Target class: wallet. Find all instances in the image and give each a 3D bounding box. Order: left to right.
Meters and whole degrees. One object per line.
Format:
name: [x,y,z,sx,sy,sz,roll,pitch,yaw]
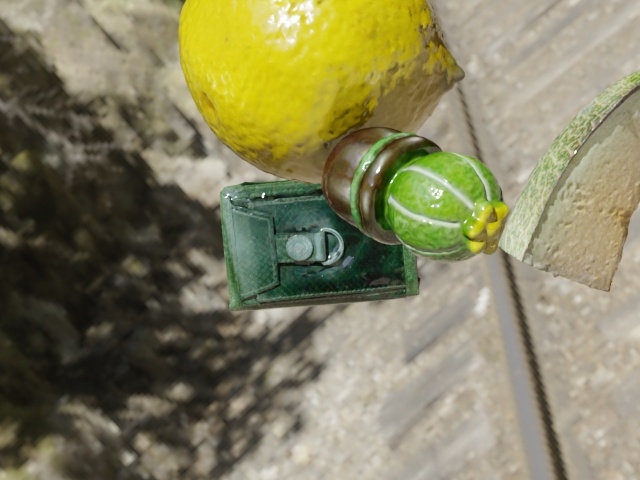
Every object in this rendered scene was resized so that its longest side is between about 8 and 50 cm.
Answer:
wallet: [0.000,0.000,1.816,0.236,0.160,0.055,-5,0,3]

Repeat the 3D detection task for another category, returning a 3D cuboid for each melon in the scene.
melon: [0.201,-0.055,1.038,0.182,0.098,0.054,-68,23,15]

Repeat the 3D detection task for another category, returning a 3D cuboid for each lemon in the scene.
lemon: [-0.012,-0.172,1.337,0.228,0.228,0.253,-43,52,-11]

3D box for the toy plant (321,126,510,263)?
toy plant: [0.080,-0.033,1.178,0.162,0.092,0.093,26,63,41]
